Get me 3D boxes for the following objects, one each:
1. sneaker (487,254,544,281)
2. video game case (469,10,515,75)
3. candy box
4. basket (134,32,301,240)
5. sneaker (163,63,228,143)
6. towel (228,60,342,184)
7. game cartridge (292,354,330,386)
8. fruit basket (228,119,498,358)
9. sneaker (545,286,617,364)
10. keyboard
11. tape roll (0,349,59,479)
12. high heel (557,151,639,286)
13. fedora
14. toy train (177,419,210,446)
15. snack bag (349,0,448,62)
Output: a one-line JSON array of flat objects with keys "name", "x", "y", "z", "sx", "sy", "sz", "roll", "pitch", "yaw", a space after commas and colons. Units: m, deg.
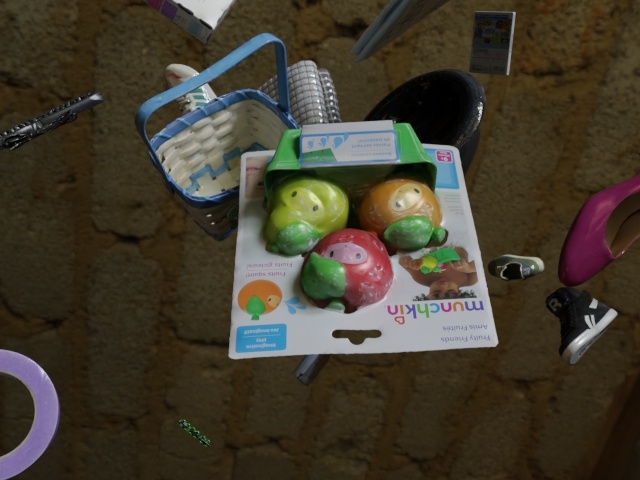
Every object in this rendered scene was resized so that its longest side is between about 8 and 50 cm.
[{"name": "sneaker", "x": 0.521, "y": 0.080, "z": 2.040, "sx": 0.192, "sy": 0.086, "sz": 0.064, "roll": -6, "pitch": -79, "yaw": 57}, {"name": "video game case", "x": 0.346, "y": -0.399, "z": 1.481, "sx": 0.087, "sy": 0.011, "sz": 0.122, "roll": 16, "pitch": -69, "yaw": 39}, {"name": "candy box", "x": -0.236, "y": -0.473, "z": 1.291, "sx": 0.165, "sy": 0.196, "sz": 0.070, "roll": -61, "pitch": -166, "yaw": -20}, {"name": "basket", "x": -0.145, "y": -0.160, "z": 1.161, "sx": 0.201, "sy": 0.255, "sz": 0.289, "roll": 43, "pitch": -21, "yaw": 34}, {"name": "sneaker", "x": -0.221, "y": -0.235, "z": 1.275, "sx": 0.057, "sy": 0.161, "sz": 0.075, "roll": -32, "pitch": -167, "yaw": 41}, {"name": "towel", "x": -0.077, "y": -0.218, "z": 1.585, "sx": 0.283, "sy": 0.121, "sz": 0.235, "roll": -30, "pitch": -122, "yaw": 33}, {"name": "game cartridge", "x": -0.010, "y": 0.160, "z": 0.951, "sx": 0.056, "sy": 0.017, "sz": 0.083, "roll": -48, "pitch": 163, "yaw": -10}, {"name": "fruit basket", "x": 0.046, "y": -0.009, "z": 0.972, "sx": 0.353, "sy": 0.327, "sz": 0.165, "roll": -90, "pitch": 177, "yaw": -45}, {"name": "sneaker", "x": 0.473, "y": 0.156, "z": 1.405, "sx": 0.217, "sy": 0.121, "sz": 0.079, "roll": -20, "pitch": 140, "yaw": -49}, {"name": "keyboard", "x": -0.618, "y": -0.250, "z": 1.586, "sx": 0.201, "sy": 0.317, "sz": 0.033, "roll": 16, "pitch": -46, "yaw": 52}, {"name": "tape roll", "x": -0.483, "y": 0.258, "z": 1.078, "sx": 0.080, "sy": 0.189, "sz": 0.189, "roll": 140, "pitch": -42, "yaw": -68}, {"name": "high heel", "x": 0.597, "y": -0.047, "z": 1.330, "sx": 0.377, "sy": 0.127, "sz": 0.181, "roll": -51, "pitch": -145, "yaw": -7}, {"name": "fedora", "x": 0.218, "y": -0.192, "z": 1.535, "sx": 0.334, "sy": 0.152, "sz": 0.334, "roll": -24, "pitch": -133, "yaw": 28}, {"name": "toy train", "x": -0.263, "y": 0.401, "z": 1.525, "sx": 0.017, "sy": 0.083, "sz": 0.023, "roll": -52, "pitch": -170, "yaw": -23}, {"name": "snack bag", "x": 0.228, "y": -0.472, "z": 1.287, "sx": 0.342, "sy": 0.037, "sz": 0.323, "roll": -39, "pitch": 180, "yaw": -25}]
